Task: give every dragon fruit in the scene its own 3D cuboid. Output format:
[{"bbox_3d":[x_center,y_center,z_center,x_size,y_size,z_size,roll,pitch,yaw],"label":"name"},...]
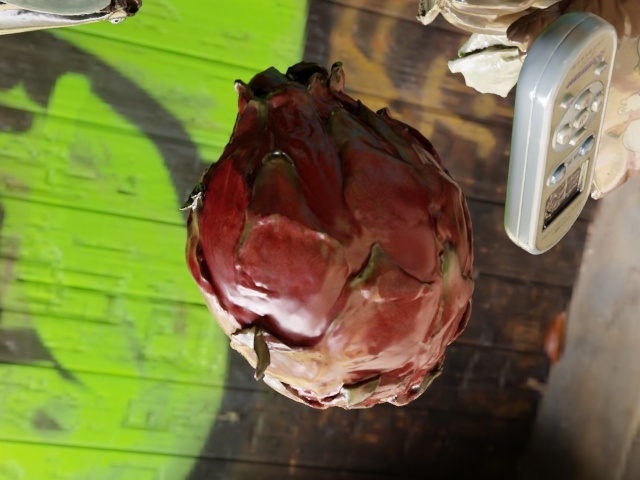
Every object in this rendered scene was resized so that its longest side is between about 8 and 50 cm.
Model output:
[{"bbox_3d":[0.000,0.000,1.055,0.244,0.244,0.299,-28,86,62],"label":"dragon fruit"}]

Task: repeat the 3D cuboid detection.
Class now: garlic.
[{"bbox_3d":[0.191,-0.254,1.193,0.131,0.194,0.127,91,-176,-63],"label":"garlic"}]

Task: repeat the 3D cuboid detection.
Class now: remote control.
[{"bbox_3d":[0.179,-0.078,0.983,0.047,0.087,0.244,33,153,24],"label":"remote control"}]

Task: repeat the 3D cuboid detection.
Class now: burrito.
[{"bbox_3d":[0.278,-0.316,1.699,0.076,0.117,0.392,-67,6,-30],"label":"burrito"}]

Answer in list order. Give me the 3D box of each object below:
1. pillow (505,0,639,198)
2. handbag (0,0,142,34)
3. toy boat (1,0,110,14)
[{"bbox_3d":[0.308,-0.158,1.152,0.236,0.223,0.084,-27,40,19],"label":"pillow"},{"bbox_3d":[-0.345,-0.302,1.338,0.285,0.257,0.113,54,-135,-62],"label":"handbag"},{"bbox_3d":[-0.126,-0.112,0.447,0.149,0.105,0.034,176,116,-88],"label":"toy boat"}]
